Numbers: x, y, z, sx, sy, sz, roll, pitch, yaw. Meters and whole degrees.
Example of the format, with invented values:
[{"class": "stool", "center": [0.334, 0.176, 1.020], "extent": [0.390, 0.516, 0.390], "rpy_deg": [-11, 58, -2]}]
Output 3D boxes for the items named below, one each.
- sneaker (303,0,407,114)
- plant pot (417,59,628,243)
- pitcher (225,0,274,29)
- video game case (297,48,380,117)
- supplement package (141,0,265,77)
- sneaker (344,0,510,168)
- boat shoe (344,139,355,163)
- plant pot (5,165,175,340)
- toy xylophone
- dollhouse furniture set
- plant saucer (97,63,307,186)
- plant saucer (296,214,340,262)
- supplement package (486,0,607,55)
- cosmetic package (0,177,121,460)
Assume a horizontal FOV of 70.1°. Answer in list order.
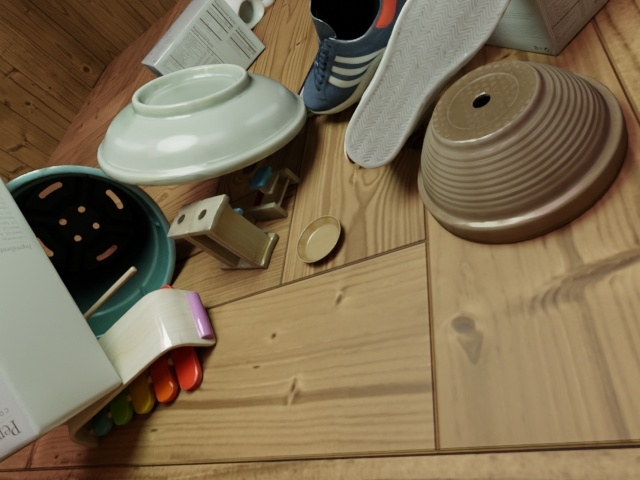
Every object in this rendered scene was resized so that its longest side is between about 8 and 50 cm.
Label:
[{"class": "sneaker", "center": [0.029, -0.317, 0.712], "extent": [0.350, 0.148, 0.131], "rpy_deg": [-30, 65, 57]}, {"class": "plant pot", "center": [0.206, -0.124, 0.525], "extent": [0.237, 0.109, 0.237], "rpy_deg": [-24, 46, 28]}, {"class": "pitcher", "center": [-0.265, -0.783, 1.534], "extent": [0.178, 0.125, 0.207], "rpy_deg": [-41, 45, -23]}, {"class": "video game case", "center": [0.079, -0.378, 0.918], "extent": [0.248, 0.035, 0.275], "rpy_deg": [-3, 56, 43]}, {"class": "supplement package", "center": [-0.344, -0.542, 1.330], "extent": [0.263, 0.198, 0.199], "rpy_deg": [-51, 38, -2]}, {"class": "sneaker", "center": [0.137, -0.241, 0.622], "extent": [0.292, 0.108, 0.169], "rpy_deg": [-53, 1, 22]}, {"class": "boat shoe", "center": [0.082, -0.183, 0.746], "extent": [0.043, 0.049, 0.137], "rpy_deg": [6, 59, 44]}, {"class": "plant pot", "center": [-0.514, -0.002, 0.974], "extent": [0.341, 0.341, 0.334], "rpy_deg": [-54, 30, -6]}, {"class": "toy xylophone", "center": [-0.331, 0.189, 0.780], "extent": [0.322, 0.081, 0.236], "rpy_deg": [-35, 54, 16]}, {"class": "dollhouse furniture set", "center": [-0.148, -0.059, 0.796], "extent": [0.129, 0.129, 0.184], "rpy_deg": [-6, 56, 41]}, {"class": "plant saucer", "center": [-0.228, -0.246, 0.850], "extent": [0.400, 0.101, 0.400], "rpy_deg": [-7, 37, 5]}, {"class": "plant saucer", "center": [0.000, 0.000, 0.697], "extent": [0.083, 0.015, 0.083], "rpy_deg": [-25, 45, 28]}, {"class": "supplement package", "center": [0.262, -0.391, 0.615], "extent": [0.149, 0.203, 0.194], "rpy_deg": [-48, 39, 2]}, {"class": "cosmetic package", "center": [-0.526, 0.094, 0.658], "extent": [0.230, 0.453, 0.161], "rpy_deg": [-33, -2, 15]}]
